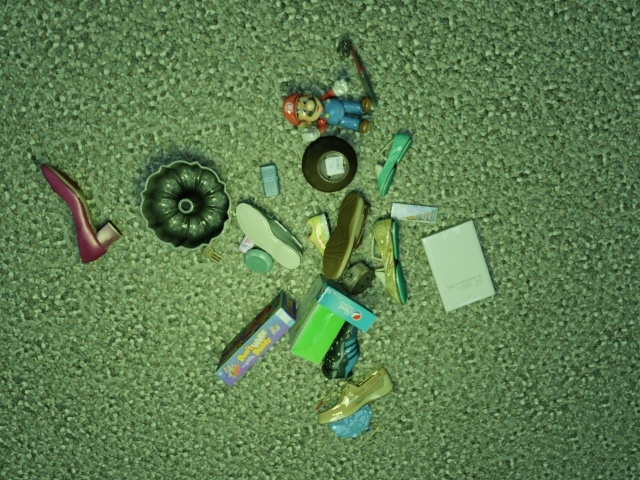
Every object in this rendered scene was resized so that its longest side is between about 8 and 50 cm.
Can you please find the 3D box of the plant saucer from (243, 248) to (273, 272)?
[{"bbox_3d":[-0.243,0.086,1.895,0.119,0.021,0.119,9,131,10],"label":"plant saucer"}]

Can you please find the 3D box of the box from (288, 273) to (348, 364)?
[{"bbox_3d":[-0.010,0.290,1.866,0.127,0.231,0.262,28,98,-12],"label":"box"}]

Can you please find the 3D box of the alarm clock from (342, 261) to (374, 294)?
[{"bbox_3d":[0.139,0.146,1.882,0.064,0.192,0.129,42,100,36],"label":"alarm clock"}]

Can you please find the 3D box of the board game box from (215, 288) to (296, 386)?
[{"bbox_3d":[-0.238,0.362,1.871,0.078,0.233,0.347,44,96,-9],"label":"board game box"}]

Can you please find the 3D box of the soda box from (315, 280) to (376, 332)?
[{"bbox_3d":[0.088,0.231,1.710,0.210,0.067,0.071,33,95,-12],"label":"soda box"}]

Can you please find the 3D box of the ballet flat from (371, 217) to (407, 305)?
[{"bbox_3d":[0.260,0.086,1.910,0.123,0.123,0.348,-10,102,0],"label":"ballet flat"}]

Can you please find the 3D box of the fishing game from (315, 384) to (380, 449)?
[{"bbox_3d":[0.120,0.730,2.055,0.264,0.041,0.189,41,89,-3],"label":"fishing game"}]

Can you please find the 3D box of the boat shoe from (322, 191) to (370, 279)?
[{"bbox_3d":[0.112,-0.004,1.841,0.123,0.123,0.341,29,69,-39],"label":"boat shoe"}]

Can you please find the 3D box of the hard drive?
[{"bbox_3d":[0.546,0.101,1.951,0.210,0.040,0.318,-21,101,1],"label":"hard drive"}]

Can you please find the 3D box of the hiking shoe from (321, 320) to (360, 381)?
[{"bbox_3d":[0.105,0.413,1.975,0.132,0.113,0.304,16,98,-32],"label":"hiking shoe"}]

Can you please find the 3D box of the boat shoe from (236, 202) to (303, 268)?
[{"bbox_3d":[-0.189,-0.029,1.879,0.319,0.099,0.116,45,123,-5],"label":"boat shoe"}]

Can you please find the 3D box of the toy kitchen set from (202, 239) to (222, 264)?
[{"bbox_3d":[-0.400,0.033,1.889,0.075,0.083,0.068,33,56,-8],"label":"toy kitchen set"}]

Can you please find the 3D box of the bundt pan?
[{"bbox_3d":[-0.486,-0.133,1.823,0.331,0.124,0.330,0,100,-3],"label":"bundt pan"}]

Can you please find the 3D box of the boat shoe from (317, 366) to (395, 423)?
[{"bbox_3d":[0.130,0.627,1.987,0.341,0.121,0.110,-24,81,-15],"label":"boat shoe"}]

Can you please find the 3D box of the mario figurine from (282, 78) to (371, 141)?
[{"bbox_3d":[0.025,-0.461,1.750,0.321,0.198,0.170,3,142,-9],"label":"mario figurine"}]

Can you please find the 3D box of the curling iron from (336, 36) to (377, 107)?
[{"bbox_3d":[0.140,-0.611,1.802,0.068,0.035,0.274,-30,99,1],"label":"curling iron"}]

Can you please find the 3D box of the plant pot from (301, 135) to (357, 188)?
[{"bbox_3d":[0.040,-0.270,1.764,0.216,0.230,0.215,0,100,-2],"label":"plant pot"}]

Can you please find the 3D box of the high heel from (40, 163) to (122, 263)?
[{"bbox_3d":[-0.925,-0.095,1.805,0.181,0.127,0.377,-40,103,-5],"label":"high heel"}]

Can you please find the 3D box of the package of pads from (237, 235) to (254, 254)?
[{"bbox_3d":[-0.282,0.013,1.905,0.050,0.032,0.083,30,98,-11],"label":"package of pads"}]

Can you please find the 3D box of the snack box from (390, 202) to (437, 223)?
[{"bbox_3d":[0.363,-0.106,1.914,0.178,0.022,0.064,6,99,-3],"label":"snack box"}]

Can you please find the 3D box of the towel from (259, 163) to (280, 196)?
[{"bbox_3d":[-0.190,-0.227,1.865,0.067,0.029,0.119,-8,100,-1],"label":"towel"}]

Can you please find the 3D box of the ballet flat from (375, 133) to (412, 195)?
[{"bbox_3d":[0.257,-0.291,1.855,0.087,0.083,0.247,29,99,17],"label":"ballet flat"}]

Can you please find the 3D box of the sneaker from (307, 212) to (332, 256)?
[{"bbox_3d":[0.000,0.000,1.898,0.094,0.081,0.208,-9,98,11],"label":"sneaker"}]
